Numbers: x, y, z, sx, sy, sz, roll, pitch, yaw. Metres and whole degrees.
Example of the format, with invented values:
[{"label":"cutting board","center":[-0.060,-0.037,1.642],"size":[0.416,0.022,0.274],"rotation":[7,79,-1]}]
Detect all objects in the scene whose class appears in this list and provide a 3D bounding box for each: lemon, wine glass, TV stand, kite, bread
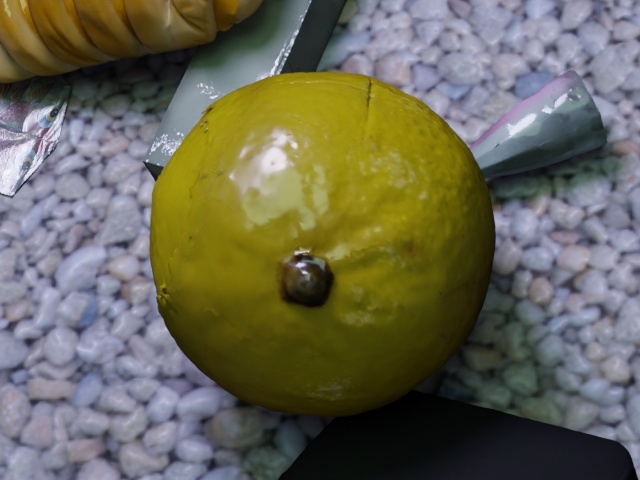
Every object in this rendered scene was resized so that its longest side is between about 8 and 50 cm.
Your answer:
[{"label":"lemon","center":[-0.001,0.000,1.545],"size":[0.297,0.297,0.297],"rotation":[-4,64,9]},{"label":"wine glass","center":[0.167,-0.084,1.675],"size":[0.155,0.073,0.073],"rotation":[-26,62,-3]},{"label":"TV stand","center":[-0.059,-0.157,1.753],"size":[0.088,0.083,0.269],"rotation":[16,70,20]},{"label":"kite","center":[-0.353,-0.121,1.831],"size":[0.229,0.016,0.127],"rotation":[15,65,17]},{"label":"bread","center":[-0.182,-0.251,1.756],"size":[0.311,0.121,0.172],"rotation":[-9,54,32]}]

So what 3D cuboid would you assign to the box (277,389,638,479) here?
[{"label":"box","center":[0.065,0.242,1.459],"size":[0.289,0.073,0.290],"rotation":[10,49,45]}]
